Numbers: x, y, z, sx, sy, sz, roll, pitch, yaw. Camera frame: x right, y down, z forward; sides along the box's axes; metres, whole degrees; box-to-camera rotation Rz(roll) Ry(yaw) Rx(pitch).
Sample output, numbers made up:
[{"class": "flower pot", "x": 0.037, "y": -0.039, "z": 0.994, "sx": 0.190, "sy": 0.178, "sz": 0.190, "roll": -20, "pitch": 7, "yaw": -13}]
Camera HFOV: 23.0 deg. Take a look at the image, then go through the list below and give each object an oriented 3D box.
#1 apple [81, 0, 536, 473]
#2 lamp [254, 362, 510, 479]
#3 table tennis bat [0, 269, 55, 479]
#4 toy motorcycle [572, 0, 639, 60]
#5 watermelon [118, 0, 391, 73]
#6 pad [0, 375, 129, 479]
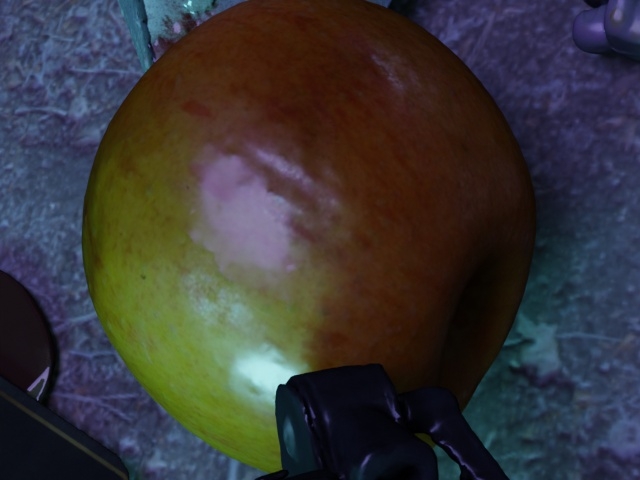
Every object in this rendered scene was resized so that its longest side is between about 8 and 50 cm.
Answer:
[{"class": "apple", "x": 0.000, "y": 0.000, "z": 1.006, "sx": 0.275, "sy": 0.299, "sz": 0.299, "roll": 37, "pitch": 92, "yaw": 28}, {"class": "lamp", "x": 0.055, "y": 0.261, "z": 0.774, "sx": 0.272, "sy": 0.205, "sz": 0.374, "roll": -163, "pitch": 65, "yaw": -72}, {"class": "table tennis bat", "x": -0.263, "y": 0.131, "z": 1.265, "sx": 0.154, "sy": 0.021, "sz": 0.274, "roll": -46, "pitch": 53, "yaw": 7}, {"class": "toy motorcycle", "x": 0.242, "y": -0.174, "z": 1.060, "sx": 0.152, "sy": 0.073, "sz": 0.225, "roll": -47, "pitch": 54, "yaw": 7}, {"class": "watermelon", "x": -0.062, "y": -0.227, "z": 1.173, "sx": 0.290, "sy": 0.213, "sz": 0.320, "roll": -23, "pitch": 49, "yaw": 19}, {"class": "pad", "x": -0.306, "y": 0.269, "z": 1.132, "sx": 0.315, "sy": 0.063, "sz": 0.375, "roll": 26, "pitch": 71, "yaw": 35}]
